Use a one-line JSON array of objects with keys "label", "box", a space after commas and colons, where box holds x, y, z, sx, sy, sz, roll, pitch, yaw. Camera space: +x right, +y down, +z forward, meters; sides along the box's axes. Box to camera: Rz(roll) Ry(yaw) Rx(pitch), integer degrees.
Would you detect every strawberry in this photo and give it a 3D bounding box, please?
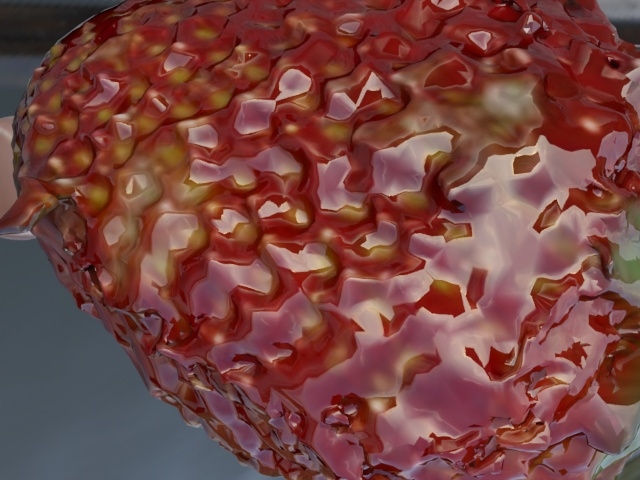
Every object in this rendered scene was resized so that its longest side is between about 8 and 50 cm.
[{"label": "strawberry", "box": [0.000, 0.000, 0.647, 0.343, 0.292, 0.292, 10, 145, 4]}]

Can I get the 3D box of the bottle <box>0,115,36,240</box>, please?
[{"label": "bottle", "box": [-0.291, -0.084, 1.636, 0.297, 0.206, 0.173, -8, 132, -51]}]
